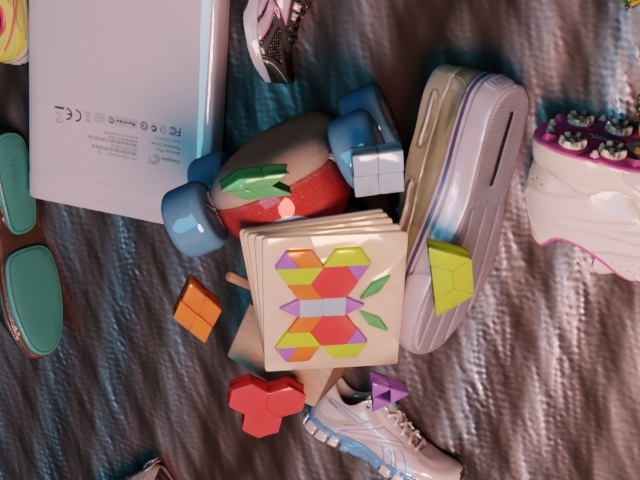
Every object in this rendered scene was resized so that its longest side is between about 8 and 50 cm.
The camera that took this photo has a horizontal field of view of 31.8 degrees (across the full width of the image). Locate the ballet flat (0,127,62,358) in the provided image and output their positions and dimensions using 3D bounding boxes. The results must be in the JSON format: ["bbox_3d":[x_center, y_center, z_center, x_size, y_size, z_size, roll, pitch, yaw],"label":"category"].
[{"bbox_3d":[-0.377,0.004,1.351,0.096,0.095,0.280,-6,94,33],"label":"ballet flat"}]

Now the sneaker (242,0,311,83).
[{"bbox_3d":[-0.038,-0.246,1.148,0.077,0.072,0.178,-4,111,12],"label":"sneaker"}]

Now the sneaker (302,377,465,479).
[{"bbox_3d":[0.075,0.209,1.244,0.191,0.071,0.082,24,108,13],"label":"sneaker"}]

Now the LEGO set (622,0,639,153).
[{"bbox_3d":[0.380,-0.191,0.893,0.331,0.255,0.192,-11,129,35],"label":"LEGO set"}]

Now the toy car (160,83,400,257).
[{"bbox_3d":[0.000,0.000,1.141,0.219,0.210,0.237,-23,106,15],"label":"toy car"}]

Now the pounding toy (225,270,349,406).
[{"bbox_3d":[-0.032,0.089,1.212,0.141,0.130,0.100,29,114,11],"label":"pounding toy"}]

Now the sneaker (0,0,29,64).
[{"bbox_3d":[-0.372,-0.296,1.247,0.082,0.094,0.208,-7,102,25],"label":"sneaker"}]

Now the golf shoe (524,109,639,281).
[{"bbox_3d":[0.336,-0.015,1.059,0.306,0.115,0.140,24,124,20],"label":"golf shoe"}]

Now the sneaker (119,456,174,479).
[{"bbox_3d":[-0.151,0.389,1.366,0.281,0.105,0.115,45,117,4],"label":"sneaker"}]

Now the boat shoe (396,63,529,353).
[{"bbox_3d":[0.126,-0.032,1.143,0.094,0.109,0.302,31,113,37],"label":"boat shoe"}]

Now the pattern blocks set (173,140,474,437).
[{"bbox_3d":[0.005,0.056,1.071,0.286,0.026,0.324,-15,128,5],"label":"pattern blocks set"}]

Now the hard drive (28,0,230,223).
[{"bbox_3d":[-0.215,-0.202,1.241,0.233,0.047,0.352,11,110,18],"label":"hard drive"}]
